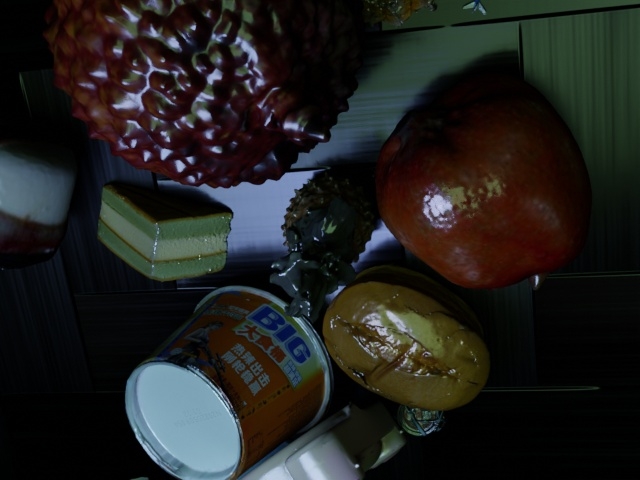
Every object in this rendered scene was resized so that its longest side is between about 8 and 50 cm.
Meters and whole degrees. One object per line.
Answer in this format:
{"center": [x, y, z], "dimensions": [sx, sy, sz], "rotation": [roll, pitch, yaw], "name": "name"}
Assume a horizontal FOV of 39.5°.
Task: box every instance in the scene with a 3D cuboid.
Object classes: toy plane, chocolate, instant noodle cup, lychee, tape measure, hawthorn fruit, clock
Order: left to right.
{"center": [-0.512, -0.105, 1.388], "dimensions": [0.284, 0.283, 0.186], "rotation": [24, 112, 3], "name": "chocolate"}
{"center": [-0.135, -0.260, 1.137], "dimensions": [0.425, 0.500, 0.424], "rotation": [-19, 134, -21], "name": "lychee"}
{"center": [-0.155, 0.241, 1.423], "dimensions": [0.296, 0.214, 0.296], "rotation": [13, 117, 27], "name": "instant noodle cup"}
{"center": [-0.032, 0.386, 1.439], "dimensions": [0.309, 0.284, 0.114], "rotation": [-39, 79, 21], "name": "clock"}
{"center": [0.166, 0.281, 1.499], "dimensions": [0.091, 0.054, 0.094], "rotation": [4, 105, 13], "name": "tape measure"}
{"center": [0.228, -0.362, 1.257], "dimensions": [0.078, 0.024, 0.084], "rotation": [18, 107, 10], "name": "toy plane"}
{"center": [0.233, -0.079, 1.236], "dimensions": [0.311, 0.295, 0.295], "rotation": [26, 114, 0], "name": "hawthorn fruit"}

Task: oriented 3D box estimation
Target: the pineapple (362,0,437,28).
{"center": [0.088, -0.400, 1.247], "dimensions": [0.225, 0.076, 0.224], "rotation": [5, 113, 12], "name": "pineapple"}

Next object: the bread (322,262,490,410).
{"center": [0.138, 0.155, 1.411], "dimensions": [0.270, 0.142, 0.195], "rotation": [28, 115, 0], "name": "bread"}

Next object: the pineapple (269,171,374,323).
{"center": [0.000, 0.000, 1.289], "dimensions": [0.141, 0.310, 0.170], "rotation": [27, 114, -1], "name": "pineapple"}

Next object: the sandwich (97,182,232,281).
{"center": [-0.266, -0.023, 1.499], "dimensions": [0.187, 0.144, 0.117], "rotation": [32, 119, 39], "name": "sandwich"}

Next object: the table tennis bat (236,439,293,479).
{"center": [-0.053, 0.428, 1.612], "dimensions": [0.244, 0.040, 0.153], "rotation": [12, 109, 10], "name": "table tennis bat"}

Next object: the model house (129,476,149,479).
{"center": [-0.342, 0.502, 1.680], "dimensions": [0.066, 0.079, 0.083], "rotation": [-14, 108, 19], "name": "model house"}
